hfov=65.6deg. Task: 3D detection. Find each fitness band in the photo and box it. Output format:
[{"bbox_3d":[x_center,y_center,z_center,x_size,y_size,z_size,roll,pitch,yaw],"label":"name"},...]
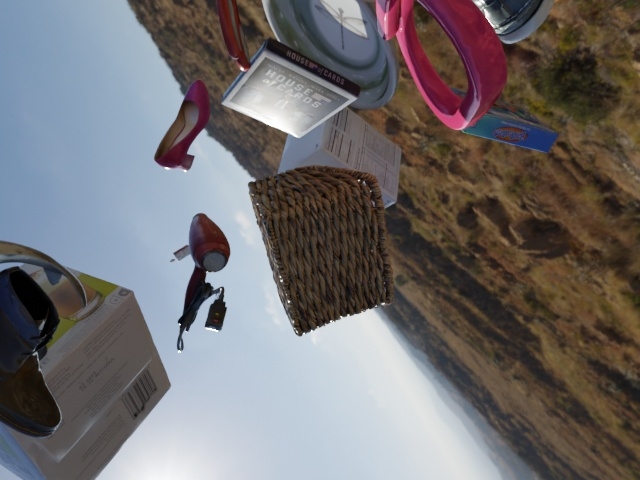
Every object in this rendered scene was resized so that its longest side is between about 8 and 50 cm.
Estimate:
[{"bbox_3d":[0.157,-0.254,0.666,0.209,0.054,0.291,52,-175,5],"label":"fitness band"}]

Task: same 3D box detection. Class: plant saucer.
[{"bbox_3d":[0.040,-0.485,1.136,0.400,0.100,0.400,39,166,12],"label":"plant saucer"}]

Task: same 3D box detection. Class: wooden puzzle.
[{"bbox_3d":[-0.326,0.027,1.193,0.006,0.083,0.049,54,165,16],"label":"wooden puzzle"}]

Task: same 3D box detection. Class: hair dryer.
[{"bbox_3d":[-0.260,0.067,1.028,0.080,0.223,0.294,20,-122,-33],"label":"hair dryer"}]

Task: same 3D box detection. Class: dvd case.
[{"bbox_3d":[-0.062,-0.265,0.904,0.179,0.030,0.238,20,166,-24],"label":"dvd case"}]

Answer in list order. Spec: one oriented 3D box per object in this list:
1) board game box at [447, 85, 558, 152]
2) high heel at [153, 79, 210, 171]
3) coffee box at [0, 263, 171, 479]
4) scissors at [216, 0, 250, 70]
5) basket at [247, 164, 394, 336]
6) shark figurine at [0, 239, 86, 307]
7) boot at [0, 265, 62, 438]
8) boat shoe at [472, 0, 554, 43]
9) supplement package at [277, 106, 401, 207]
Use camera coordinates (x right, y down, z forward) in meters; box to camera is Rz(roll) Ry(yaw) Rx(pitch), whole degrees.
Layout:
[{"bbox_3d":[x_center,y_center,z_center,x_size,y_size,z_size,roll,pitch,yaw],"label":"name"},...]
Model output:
[{"bbox_3d":[0.368,-0.259,1.050,0.160,0.210,0.047,-106,30,-53],"label":"board game box"},{"bbox_3d":[-0.355,-0.299,1.258,0.082,0.244,0.117,20,-175,21],"label":"high heel"},{"bbox_3d":[-0.602,0.295,1.105,0.334,0.338,0.338,15,132,23],"label":"coffee box"},{"bbox_3d":[-0.139,-0.387,0.722,0.109,0.021,0.298,46,-147,-77],"label":"scissors"},{"bbox_3d":[0.000,0.000,1.000,0.213,0.222,0.299,-125,18,-59],"label":"basket"},{"bbox_3d":[-0.365,0.046,0.464,0.278,0.116,0.166,-52,-50,-59],"label":"shark figurine"},{"bbox_3d":[-0.353,0.134,0.588,0.219,0.106,0.082,62,-171,-17],"label":"boot"},{"bbox_3d":[0.257,-0.418,0.643,0.099,0.320,0.116,21,165,-29],"label":"boat shoe"},{"bbox_3d":[0.054,-0.204,1.346,0.262,0.199,0.198,30,-127,-27],"label":"supplement package"}]
